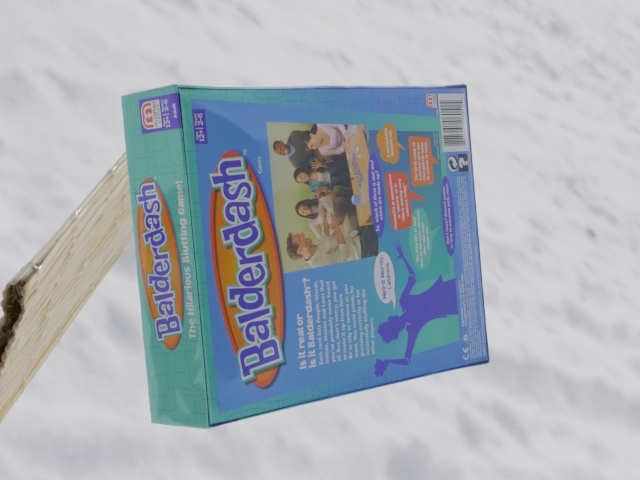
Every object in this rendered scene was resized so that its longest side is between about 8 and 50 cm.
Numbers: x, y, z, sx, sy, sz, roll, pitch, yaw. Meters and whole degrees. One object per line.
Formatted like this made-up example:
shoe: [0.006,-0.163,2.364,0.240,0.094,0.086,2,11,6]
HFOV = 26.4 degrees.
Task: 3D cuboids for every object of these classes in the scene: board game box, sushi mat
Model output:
board game box: [0.000,0.000,0.705,0.210,0.047,0.160,-6,92,-45]
sushi mat: [-0.163,0.014,0.924,0.019,0.151,0.316,26,29,-1]
